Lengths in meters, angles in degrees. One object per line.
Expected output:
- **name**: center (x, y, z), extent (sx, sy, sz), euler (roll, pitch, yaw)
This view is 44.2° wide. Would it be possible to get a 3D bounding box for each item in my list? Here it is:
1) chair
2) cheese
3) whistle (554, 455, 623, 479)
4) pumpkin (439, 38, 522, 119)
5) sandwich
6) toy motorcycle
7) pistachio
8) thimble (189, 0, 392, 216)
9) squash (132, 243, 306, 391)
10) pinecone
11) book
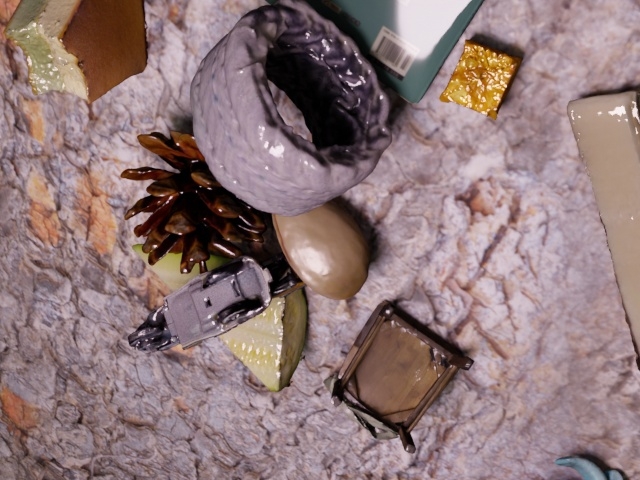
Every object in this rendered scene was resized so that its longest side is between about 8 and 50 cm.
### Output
- **chair**: center (0.108, 0.209, 1.203), extent (0.160, 0.319, 0.186), euler (33, 85, 5)
- **cheese**: center (0.394, 0.005, 0.969), extent (0.085, 0.034, 0.401), euler (-7, 118, 36)
- **whistle**: center (0.406, 0.421, 1.158), extent (0.273, 0.186, 0.093), euler (11, 161, -7)
- **pumpkin**: center (0.193, -0.193, 0.947), extent (0.074, 0.054, 0.083), euler (26, 107, 8)
- **sandwich**: center (-0.333, -0.315, 1.075), extent (0.108, 0.186, 0.220), euler (13, 124, 18)
- **toy motorcycle**: center (-0.158, 0.098, 1.151), extent (0.263, 0.157, 0.091), euler (-27, 83, 21)
- **pistachio**: center (0.000, 0.000, 1.133), extent (0.186, 0.126, 0.108), euler (57, 153, 2)
- **thimble**: center (-0.037, -0.162, 0.976), extent (0.157, 0.217, 0.246), euler (-25, 98, 53)
- **squash**: center (-0.166, 0.114, 1.298), extent (0.288, 0.111, 0.203), euler (7, 99, 21)
- **pinecone**: center (-0.187, -0.049, 1.154), extent (0.228, 0.202, 0.202), euler (26, 97, 11)
- **book**: center (0.097, -0.373, 0.900), extent (0.264, 0.031, 0.379), euler (36, 130, 3)
